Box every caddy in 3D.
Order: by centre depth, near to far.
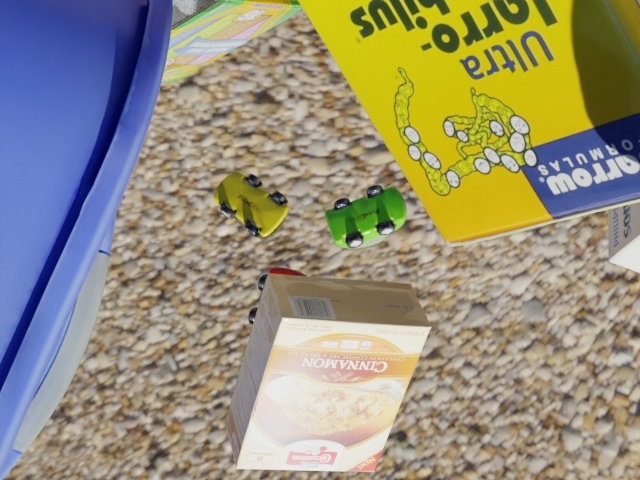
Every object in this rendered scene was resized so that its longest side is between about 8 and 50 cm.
[{"bbox_3d":[-0.176,0.015,0.497,0.179,0.241,0.341,27,82,-26],"label":"caddy"}]

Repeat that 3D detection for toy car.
[{"bbox_3d":[0.000,0.000,1.508,0.225,0.053,0.239,-20,65,5],"label":"toy car"}]

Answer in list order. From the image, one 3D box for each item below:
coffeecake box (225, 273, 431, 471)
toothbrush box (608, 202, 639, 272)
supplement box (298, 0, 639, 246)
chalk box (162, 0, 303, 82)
[{"bbox_3d":[0.003,0.127,1.158,0.142,0.068,0.185,5,125,-19],"label":"coffeecake box"},{"bbox_3d":[0.415,-0.060,1.080,0.206,0.122,0.283,19,143,-15],"label":"toothbrush box"},{"bbox_3d":[0.101,-0.206,0.720,0.195,0.194,0.356,-16,111,50],"label":"supplement box"},{"bbox_3d":[-0.143,-0.215,1.062,0.213,0.132,0.132,-22,85,33],"label":"chalk box"}]
